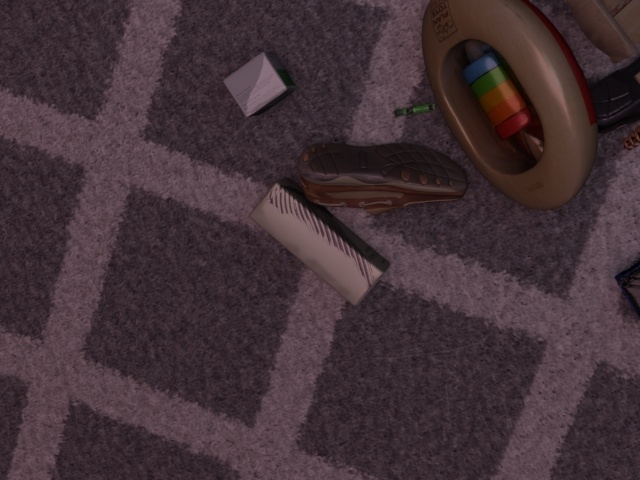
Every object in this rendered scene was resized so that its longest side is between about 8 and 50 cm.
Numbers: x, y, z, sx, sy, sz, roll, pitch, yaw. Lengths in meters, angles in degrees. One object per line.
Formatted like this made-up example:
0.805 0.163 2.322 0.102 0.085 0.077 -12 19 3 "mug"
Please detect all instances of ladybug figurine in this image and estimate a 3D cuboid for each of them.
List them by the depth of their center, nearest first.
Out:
0.346 -0.273 1.812 0.449 0.162 0.305 62 149 -2 "ladybug figurine"

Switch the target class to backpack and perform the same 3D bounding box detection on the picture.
0.616 0.072 1.881 0.120 0.101 0.098 -32 94 12 "backpack"

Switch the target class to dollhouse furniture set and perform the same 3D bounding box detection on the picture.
0.501 -0.445 1.704 0.303 0.174 0.355 -40 96 -21 "dollhouse furniture set"

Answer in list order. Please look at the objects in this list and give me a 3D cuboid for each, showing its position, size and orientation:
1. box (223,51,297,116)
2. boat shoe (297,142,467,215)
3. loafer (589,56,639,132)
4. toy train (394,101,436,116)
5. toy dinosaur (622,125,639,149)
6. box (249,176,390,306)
-0.115 -0.302 1.973 0.102 0.101 0.087 -34 91 14 "box"
0.118 -0.112 1.963 0.324 0.123 0.116 7 135 2 "boat shoe"
0.613 -0.288 1.837 0.303 0.095 0.109 -27 63 11 "loafer"
0.181 -0.251 1.958 0.083 0.024 0.017 -8 98 14 "toy train"
0.700 -0.212 1.766 0.322 0.164 0.218 -2 122 47 "toy dinosaur"
0.000 0.000 1.999 0.275 0.113 0.094 40 104 2 "box"
